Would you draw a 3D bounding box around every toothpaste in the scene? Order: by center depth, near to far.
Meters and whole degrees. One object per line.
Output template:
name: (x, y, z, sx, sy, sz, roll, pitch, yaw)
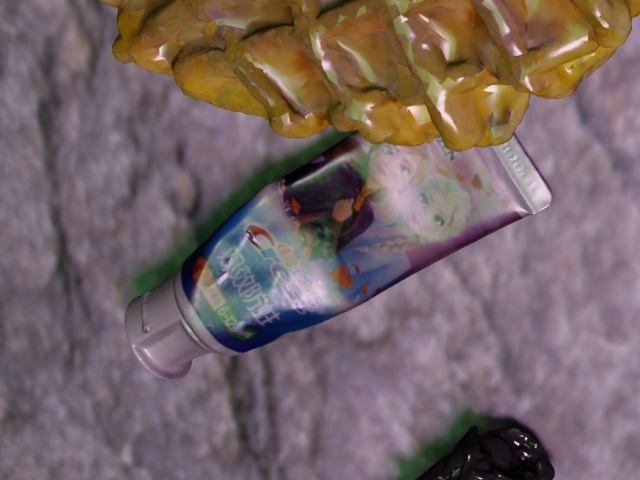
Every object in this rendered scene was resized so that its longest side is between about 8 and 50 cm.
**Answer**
toothpaste: (0.000, 0.000, 1.047, 0.266, 0.061, 0.096, -31, 94, 28)

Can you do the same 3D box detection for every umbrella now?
umbrella: (0.046, 0.188, 1.098, 0.066, 0.059, 0.236, 17, 134, -29)

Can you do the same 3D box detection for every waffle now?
waffle: (0.025, -0.180, 0.893, 0.324, 0.151, 0.261, 4, 118, 30)
